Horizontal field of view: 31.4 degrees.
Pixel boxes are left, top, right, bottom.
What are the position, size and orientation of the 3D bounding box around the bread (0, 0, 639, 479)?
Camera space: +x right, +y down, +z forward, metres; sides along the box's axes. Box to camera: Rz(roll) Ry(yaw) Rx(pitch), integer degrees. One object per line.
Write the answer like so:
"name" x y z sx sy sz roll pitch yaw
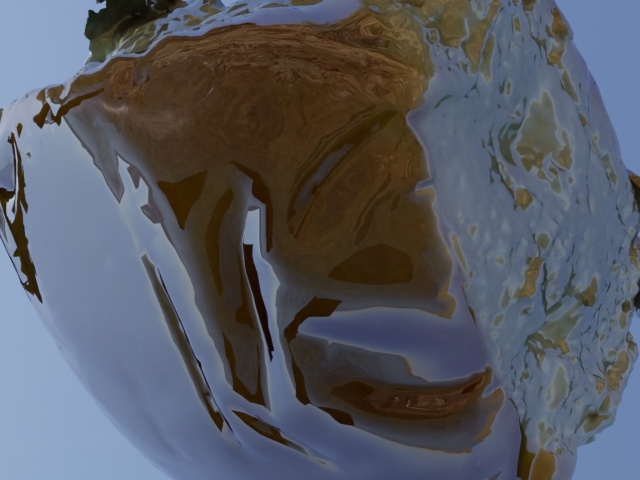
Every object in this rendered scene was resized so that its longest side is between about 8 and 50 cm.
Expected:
"bread" 0.000 0.000 0.524 0.250 0.279 0.225 -1 -139 37
